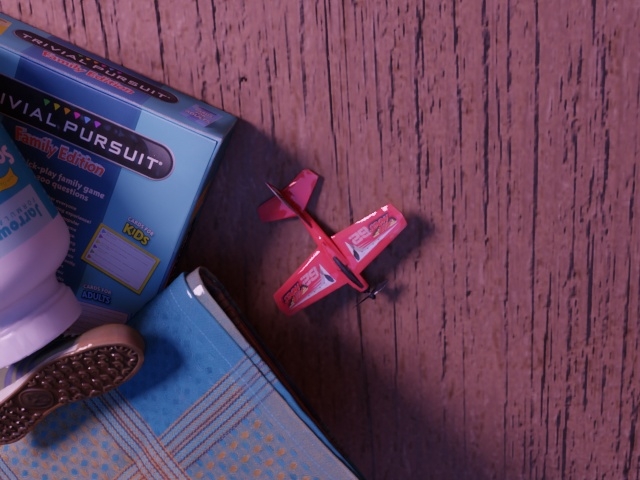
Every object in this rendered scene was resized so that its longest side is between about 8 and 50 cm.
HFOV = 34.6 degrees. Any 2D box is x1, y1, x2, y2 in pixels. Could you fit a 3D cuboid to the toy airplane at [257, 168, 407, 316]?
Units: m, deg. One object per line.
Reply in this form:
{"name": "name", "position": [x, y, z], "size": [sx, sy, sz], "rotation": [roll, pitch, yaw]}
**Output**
{"name": "toy airplane", "position": [0.000, 0.000, 0.944], "size": [0.151, 0.028, 0.151], "rotation": [2, 111, 5]}

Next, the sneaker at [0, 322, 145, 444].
{"name": "sneaker", "position": [-0.232, 0.101, 0.894], "size": [0.192, 0.086, 0.064], "rotation": [-31, 133, 23]}

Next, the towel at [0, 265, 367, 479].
{"name": "towel", "position": [-0.149, 0.232, 0.927], "size": [0.370, 0.040, 0.271], "rotation": [-42, 81, 22]}

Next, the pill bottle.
{"name": "pill bottle", "position": [-0.300, -0.028, 0.822], "size": [0.146, 0.146, 0.264], "rotation": [-26, 107, 16]}

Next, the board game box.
{"name": "board game box", "position": [-0.255, -0.007, 0.946], "size": [0.254, 0.079, 0.336], "rotation": [24, 112, -2]}
